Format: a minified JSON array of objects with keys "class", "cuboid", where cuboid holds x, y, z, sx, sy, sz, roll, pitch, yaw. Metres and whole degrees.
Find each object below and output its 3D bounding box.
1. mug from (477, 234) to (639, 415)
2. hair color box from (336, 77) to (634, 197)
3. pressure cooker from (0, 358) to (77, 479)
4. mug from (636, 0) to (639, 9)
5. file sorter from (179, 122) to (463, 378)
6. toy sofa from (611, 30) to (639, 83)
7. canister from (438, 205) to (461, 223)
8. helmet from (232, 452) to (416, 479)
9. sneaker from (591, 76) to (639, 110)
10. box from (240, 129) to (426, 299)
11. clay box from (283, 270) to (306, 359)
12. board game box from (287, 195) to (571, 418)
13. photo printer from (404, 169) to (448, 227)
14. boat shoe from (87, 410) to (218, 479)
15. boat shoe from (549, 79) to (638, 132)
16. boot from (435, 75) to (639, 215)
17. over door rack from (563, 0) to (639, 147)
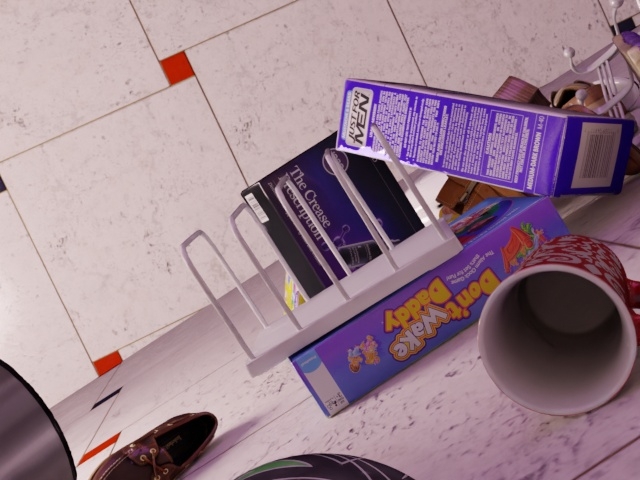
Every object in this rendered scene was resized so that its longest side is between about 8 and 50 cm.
[{"class":"mug","cuboid":[0.209,0.064,0.843,0.113,0.150,0.169,-69,-11,17]},{"class":"hair color box","cuboid":[0.209,-0.137,1.403,0.339,0.110,0.185,19,15,39]},{"class":"pressure cooker","cuboid":[-0.442,0.293,0.940,0.375,0.370,0.420,-35,1,10]},{"class":"mug","cuboid":[0.757,-0.469,1.774,0.374,0.276,0.328,12,26,37]},{"class":"file sorter","cuboid":[0.000,0.000,1.269,0.277,0.173,0.193,-32,6,6]},{"class":"toy sofa","cuboid":[0.455,-0.193,1.235,0.150,0.177,0.362,-31,4,17]},{"class":"canister","cuboid":[0.280,-0.068,1.679,0.170,0.073,0.126,-29,5,45]},{"class":"helmet","cuboid":[-0.003,0.182,0.509,0.161,0.169,0.169,-52,13,-22]},{"class":"sneaker","cuboid":[0.548,-0.281,2.038,0.121,0.079,0.217,-37,5,-28]},{"class":"box","cuboid":[0.038,-0.013,1.545,0.184,0.261,0.103,-35,6,-22]},{"class":"clay box","cuboid":[-0.021,0.073,1.639,0.053,0.222,0.127,3,-5,-11]},{"class":"board game box","cuboid":[0.117,0.070,1.308,0.347,0.078,0.233,-33,5,-5]},{"class":"photo printer","cuboid":[0.284,-0.123,1.968,0.256,0.107,0.307,-31,6,19]},{"class":"boat shoe","cuboid":[-0.211,0.276,1.351,0.073,0.073,0.207,-30,5,42]},{"class":"boat shoe","cuboid":[0.454,-0.223,1.846,0.123,0.116,0.324,-32,5,1]},{"class":"boot","cuboid":[0.300,-0.092,1.500,0.109,0.283,0.220,28,-85,-52]},{"class":"over door rack","cuboid":[0.512,-0.285,1.560,0.324,0.108,0.239,-30,39,28]}]
